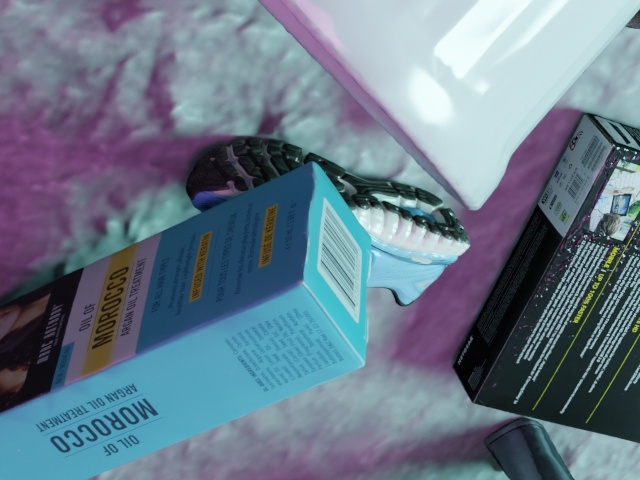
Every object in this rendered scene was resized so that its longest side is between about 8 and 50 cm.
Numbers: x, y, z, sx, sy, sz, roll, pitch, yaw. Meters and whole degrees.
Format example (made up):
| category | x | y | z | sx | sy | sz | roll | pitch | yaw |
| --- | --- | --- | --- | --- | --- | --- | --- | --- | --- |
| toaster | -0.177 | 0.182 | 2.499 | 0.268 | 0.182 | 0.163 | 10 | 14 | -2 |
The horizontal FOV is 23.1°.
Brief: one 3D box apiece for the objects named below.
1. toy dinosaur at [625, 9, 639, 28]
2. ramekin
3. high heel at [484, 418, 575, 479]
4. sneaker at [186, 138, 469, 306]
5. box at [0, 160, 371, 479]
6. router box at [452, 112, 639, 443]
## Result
| category | x | y | z | sx | sy | sz | roll | pitch | yaw |
| --- | --- | --- | --- | --- | --- | --- | --- | --- | --- |
| toy dinosaur | 0.155 | -0.126 | 0.783 | 0.268 | 0.118 | 0.064 | -37 | 104 | 7 |
| ramekin | 0.014 | -0.156 | 0.642 | 0.135 | 0.277 | 0.277 | -44 | 120 | 3 |
| high heel | 0.062 | 0.236 | 0.921 | 0.261 | 0.186 | 0.093 | -40 | 121 | 10 |
| sneaker | 0.000 | 0.000 | 0.845 | 0.162 | 0.063 | 0.073 | 18 | 116 | -23 |
| box | -0.094 | 0.054 | 0.789 | 0.244 | 0.100 | 0.060 | -24 | 122 | 20 |
| router box | 0.175 | 0.028 | 0.915 | 0.133 | 0.046 | 0.179 | 16 | 114 | -23 |
